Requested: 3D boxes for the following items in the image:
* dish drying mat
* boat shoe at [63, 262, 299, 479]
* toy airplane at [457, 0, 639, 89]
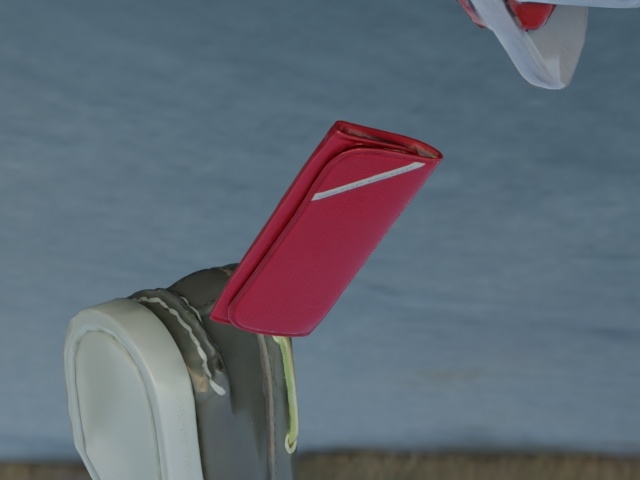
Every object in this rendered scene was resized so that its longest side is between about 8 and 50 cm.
[{"bbox_3d":[0.000,0.000,0.451,0.032,0.008,0.083,10,138,-24],"label":"dish drying mat"},{"bbox_3d":[-0.057,0.149,0.829,0.091,0.305,0.109,-25,-140,-34],"label":"boat shoe"},{"bbox_3d":[0.162,-0.265,0.926,0.384,0.386,0.272,-41,152,21],"label":"toy airplane"}]
